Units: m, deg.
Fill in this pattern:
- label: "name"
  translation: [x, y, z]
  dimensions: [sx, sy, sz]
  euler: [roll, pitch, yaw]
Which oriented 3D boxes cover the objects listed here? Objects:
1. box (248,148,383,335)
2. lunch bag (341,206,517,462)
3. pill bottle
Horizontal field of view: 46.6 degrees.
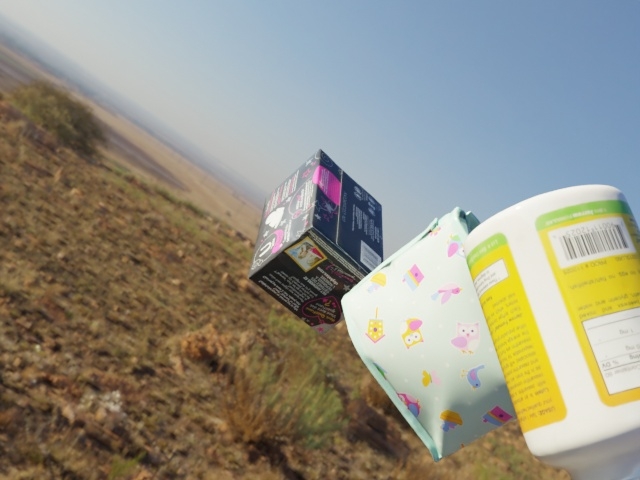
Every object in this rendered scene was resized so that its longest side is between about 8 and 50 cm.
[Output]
- label: "box"
  translation: [0.000, 0.000, 1.187]
  dimensions: [0.163, 0.142, 0.247]
  euler: [41, 28, -21]
- label: "lunch bag"
  translation: [0.176, 0.117, 0.978]
  dimensions: [0.262, 0.223, 0.160]
  euler: [56, 30, 10]
- label: "pill bottle"
  translation: [0.210, 0.093, 0.573]
  dimensions: [0.136, 0.137, 0.245]
  euler: [33, 40, -64]
